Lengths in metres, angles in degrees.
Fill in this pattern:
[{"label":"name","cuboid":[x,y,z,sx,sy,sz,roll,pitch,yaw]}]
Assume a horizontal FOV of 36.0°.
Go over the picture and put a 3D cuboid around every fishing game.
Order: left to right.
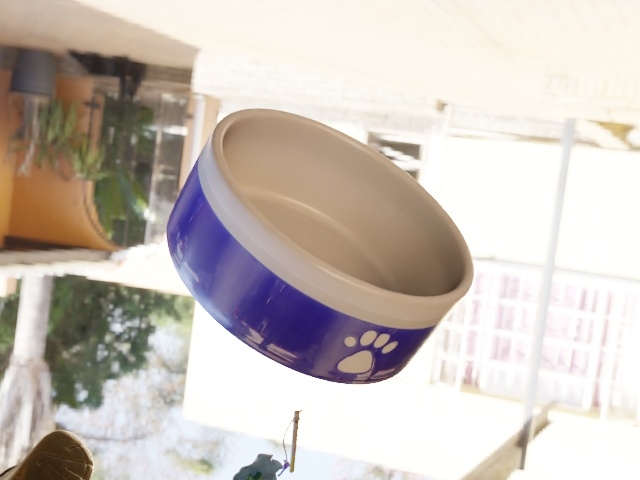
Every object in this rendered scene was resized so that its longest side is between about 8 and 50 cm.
[{"label":"fishing game","cuboid":[-0.092,0.327,1.113,0.041,0.189,0.264,27,-134,20]}]

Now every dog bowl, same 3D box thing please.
[{"label":"dog bowl","cuboid":[0.000,0.000,0.885,0.265,0.104,0.265,25,-152,-15]}]

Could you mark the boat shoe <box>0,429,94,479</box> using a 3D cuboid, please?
[{"label":"boat shoe","cuboid":[-0.281,0.253,0.865,0.080,0.073,0.223,45,-151,-3]}]
